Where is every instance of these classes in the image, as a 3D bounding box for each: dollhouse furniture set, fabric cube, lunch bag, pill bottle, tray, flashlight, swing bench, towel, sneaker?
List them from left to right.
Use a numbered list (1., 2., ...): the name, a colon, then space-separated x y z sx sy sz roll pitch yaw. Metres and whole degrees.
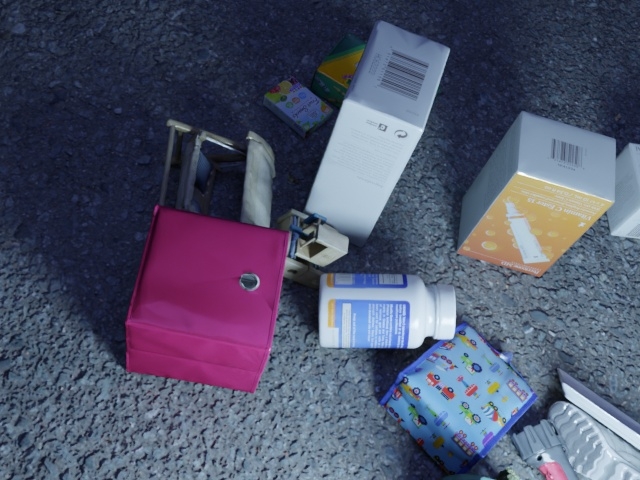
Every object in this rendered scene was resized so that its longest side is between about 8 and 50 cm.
1. fabric cube: -0.217 0.117 1.568 0.258 0.259 0.254 12 60 -6
2. swing bench: -0.219 -0.099 1.745 0.255 0.165 0.253 7 59 -10
3. dollhouse furniture set: 0.000 0.000 1.712 0.129 0.184 0.129 24 56 -27
4. pill bottle: 0.133 0.144 1.668 0.272 0.152 0.152 1 60 2
5. lunch bag: 0.305 0.303 1.676 0.293 0.138 0.221 -32 70 -36
6. towel: 0.391 0.508 1.577 0.027 0.110 0.148 -28 69 -13
7. flashlight: 0.474 0.509 1.609 0.103 0.103 0.304 19 41 -54
8. sneaker: 0.584 0.442 1.689 0.281 0.105 0.115 46 27 18
9. tray: 0.607 0.369 1.714 0.270 0.145 0.030 35 99 7

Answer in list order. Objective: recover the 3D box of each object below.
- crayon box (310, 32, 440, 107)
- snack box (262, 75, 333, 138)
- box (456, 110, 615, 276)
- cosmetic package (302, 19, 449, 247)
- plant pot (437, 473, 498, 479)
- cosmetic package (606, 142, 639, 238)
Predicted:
1. crayon box: 0.136 -0.377 2.035 0.278 0.081 0.165 32 59 5
2. snack box: -0.055 -0.324 1.986 0.141 0.037 0.100 42 61 11
3. box: 0.463 -0.091 1.795 0.215 0.345 0.168 16 59 -4
4. cosmetic package: 0.101 -0.205 1.712 0.161 0.453 0.230 21 58 0
5. plant pot: 0.288 0.516 1.475 0.165 0.234 0.165 17 59 -4
6. cosmetic package: 0.798 -0.117 2.003 0.151 0.151 0.183 6 60 -11
